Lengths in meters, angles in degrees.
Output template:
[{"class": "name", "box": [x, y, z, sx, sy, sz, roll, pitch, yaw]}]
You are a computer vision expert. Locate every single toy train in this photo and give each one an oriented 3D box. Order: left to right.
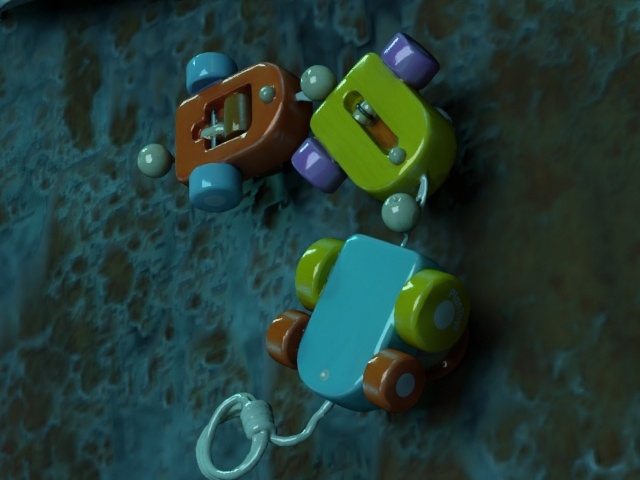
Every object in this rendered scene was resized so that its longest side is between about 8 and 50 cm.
[{"class": "toy train", "box": [0.000, 0.000, 0.668, 0.125, 0.046, 0.166, -28, 53, 30]}]

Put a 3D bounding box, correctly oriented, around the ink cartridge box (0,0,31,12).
[{"class": "ink cartridge box", "box": [-0.139, -0.165, 0.803, 0.179, 0.045, 0.145, -13, 95, 30]}]
